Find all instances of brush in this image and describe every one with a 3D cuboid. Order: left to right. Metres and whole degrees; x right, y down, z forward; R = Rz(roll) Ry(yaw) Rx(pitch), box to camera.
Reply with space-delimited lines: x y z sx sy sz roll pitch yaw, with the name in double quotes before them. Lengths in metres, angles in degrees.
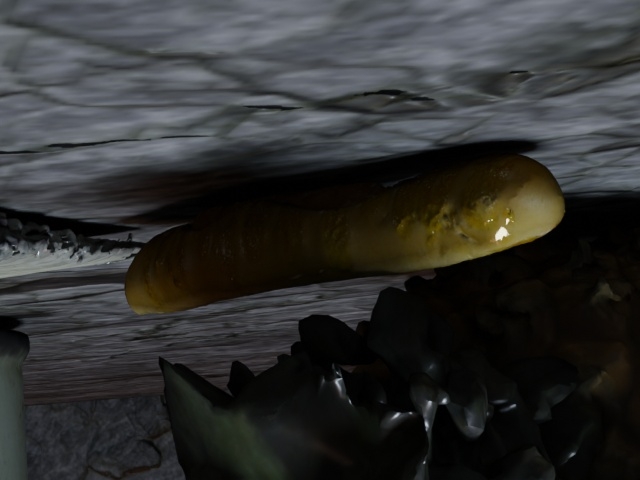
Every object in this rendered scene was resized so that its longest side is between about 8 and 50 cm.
"brush" -0.210 0.019 0.516 0.314 0.017 0.090 -7 174 22

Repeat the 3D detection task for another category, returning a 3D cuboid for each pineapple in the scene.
"pineapple" 0.072 0.085 0.504 0.202 0.202 0.362 -8 172 23

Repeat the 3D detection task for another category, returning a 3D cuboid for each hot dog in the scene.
"hot dog" 0.000 -0.001 0.432 0.137 0.028 0.044 -9 -170 42

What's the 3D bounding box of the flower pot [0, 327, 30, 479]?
"flower pot" -0.269 0.209 0.763 0.293 0.330 0.293 -6 172 -1
